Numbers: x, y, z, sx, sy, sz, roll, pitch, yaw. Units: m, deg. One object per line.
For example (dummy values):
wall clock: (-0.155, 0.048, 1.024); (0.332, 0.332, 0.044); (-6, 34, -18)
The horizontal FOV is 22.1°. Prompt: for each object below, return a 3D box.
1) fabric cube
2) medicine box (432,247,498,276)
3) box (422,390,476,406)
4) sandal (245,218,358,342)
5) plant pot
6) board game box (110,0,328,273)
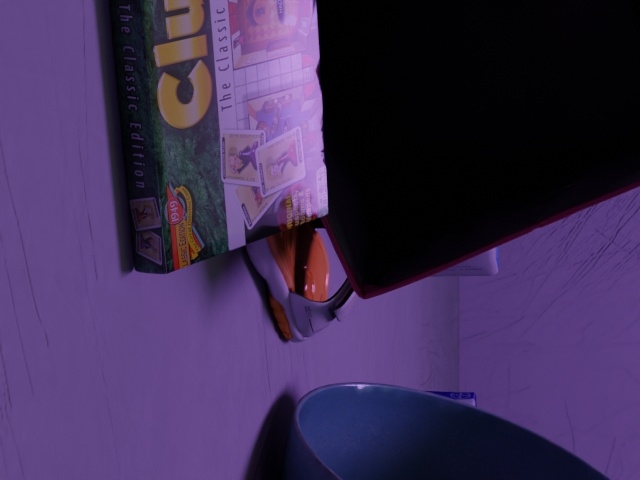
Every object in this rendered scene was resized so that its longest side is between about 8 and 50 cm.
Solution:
fabric cube: (0.108, -0.138, 1.148); (0.258, 0.259, 0.254); (-39, 105, -78)
medicine box: (0.095, -0.127, 1.596); (0.289, 0.149, 0.263); (64, 27, -71)
box: (0.087, 0.200, 1.593); (0.137, 0.126, 0.072); (-59, 148, -73)
sandal: (-0.001, 0.010, 1.227); (0.265, 0.076, 0.102); (62, 29, -70)
plant pot: (0.087, 0.261, 1.250); (0.290, 0.290, 0.195); (-53, 163, -75)
board game box: (-0.054, -0.122, 0.869); (0.136, 0.030, 0.259); (-21, 114, -43)
